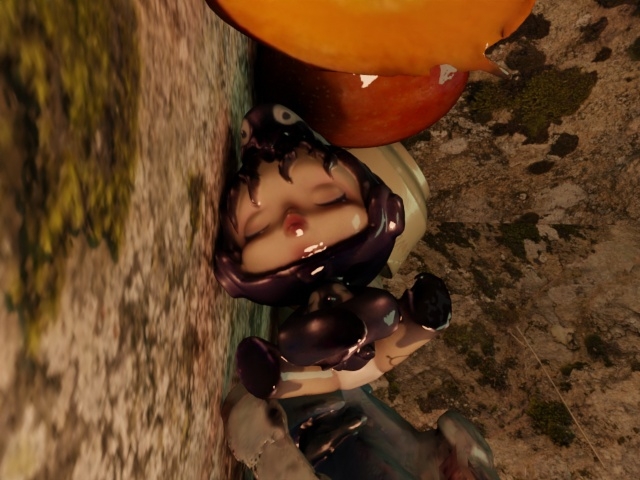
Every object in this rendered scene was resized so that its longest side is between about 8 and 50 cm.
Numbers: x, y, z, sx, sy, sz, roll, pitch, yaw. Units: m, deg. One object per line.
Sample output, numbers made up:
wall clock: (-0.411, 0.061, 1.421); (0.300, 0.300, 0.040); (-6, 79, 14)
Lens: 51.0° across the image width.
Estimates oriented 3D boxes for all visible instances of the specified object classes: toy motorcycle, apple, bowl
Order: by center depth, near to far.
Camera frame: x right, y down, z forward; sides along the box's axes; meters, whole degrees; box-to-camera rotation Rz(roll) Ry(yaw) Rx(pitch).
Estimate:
toy motorcycle: (0.058, 0.197, 0.535); (0.319, 0.182, 0.241); (46, -20, 33)
apple: (0.038, -0.200, 0.694); (0.230, 0.230, 0.229); (1, 90, -88)
bowl: (0.065, -0.072, 0.937); (0.237, 0.126, 0.238); (51, -5, 6)

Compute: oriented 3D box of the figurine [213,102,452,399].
figurine: (0.000, 0.000, 0.489); (0.145, 0.145, 0.222); (88, -13, -58)

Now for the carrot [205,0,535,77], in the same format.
carrot: (0.034, -0.277, 0.384); (0.224, 0.224, 0.340); (86, 13, -69)

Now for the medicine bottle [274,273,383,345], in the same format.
medicine bottle: (0.012, 0.105, 0.898); (0.147, 0.147, 0.143); (89, 5, -50)

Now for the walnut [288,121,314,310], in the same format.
walnut: (-0.013, -0.019, 0.682); (0.116, 0.116, 0.207); (-85, 176, -64)
